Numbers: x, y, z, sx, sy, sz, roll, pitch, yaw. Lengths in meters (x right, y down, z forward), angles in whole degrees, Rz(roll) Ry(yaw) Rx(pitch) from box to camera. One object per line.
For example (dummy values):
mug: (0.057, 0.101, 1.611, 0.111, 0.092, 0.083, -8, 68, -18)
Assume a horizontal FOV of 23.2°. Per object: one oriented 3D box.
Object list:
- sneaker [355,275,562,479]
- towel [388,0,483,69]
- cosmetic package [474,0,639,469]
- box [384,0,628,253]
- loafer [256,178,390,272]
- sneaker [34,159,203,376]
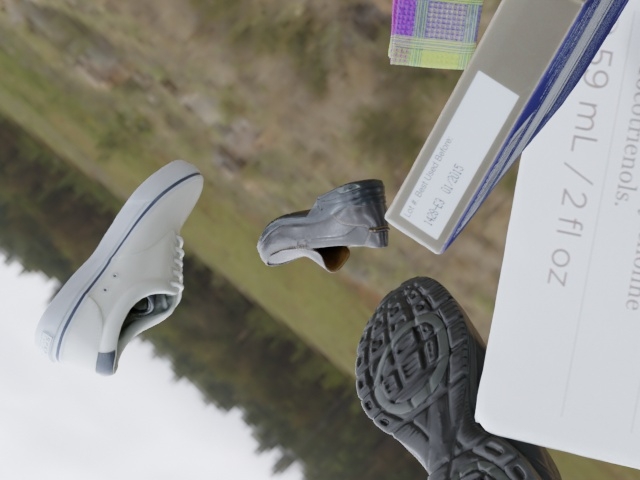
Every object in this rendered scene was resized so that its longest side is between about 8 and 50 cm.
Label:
sneaker: (0.119, 0.155, 1.233, 0.130, 0.109, 0.286, 33, -152, -48)
towel: (0.077, -0.155, 1.027, 0.060, 0.083, 0.009, 5, -165, 0)
cosmetic package: (0.356, -0.013, 1.110, 0.393, 0.329, 0.327, 12, -168, 17)
box: (0.109, -0.097, 0.727, 0.036, 0.136, 0.225, 33, -145, 9)
loafer: (0.000, 0.000, 1.393, 0.170, 0.062, 0.061, -29, 73, 53)
sneaker: (-0.170, 0.031, 1.503, 0.091, 0.258, 0.094, 27, 147, 10)
